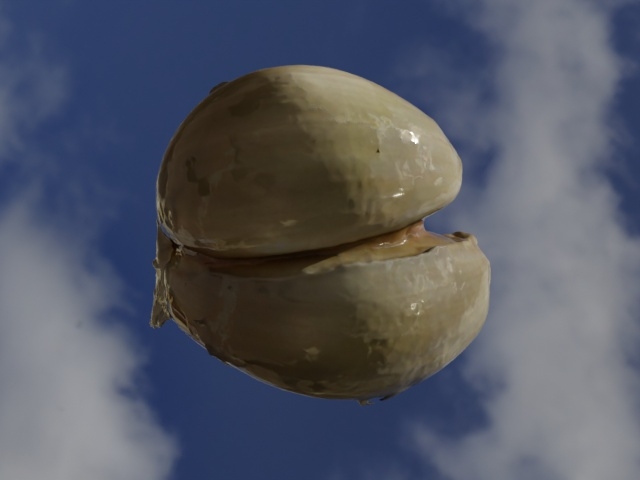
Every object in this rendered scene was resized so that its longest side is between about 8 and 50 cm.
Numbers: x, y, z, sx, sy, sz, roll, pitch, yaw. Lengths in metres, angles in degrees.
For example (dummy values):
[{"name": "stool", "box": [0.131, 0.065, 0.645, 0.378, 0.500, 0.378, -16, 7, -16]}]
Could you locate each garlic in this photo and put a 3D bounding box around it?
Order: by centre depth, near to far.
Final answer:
[{"name": "garlic", "box": [0.000, 0.000, 1.409, 0.313, 0.249, 0.286, 4, -97, 3]}]
